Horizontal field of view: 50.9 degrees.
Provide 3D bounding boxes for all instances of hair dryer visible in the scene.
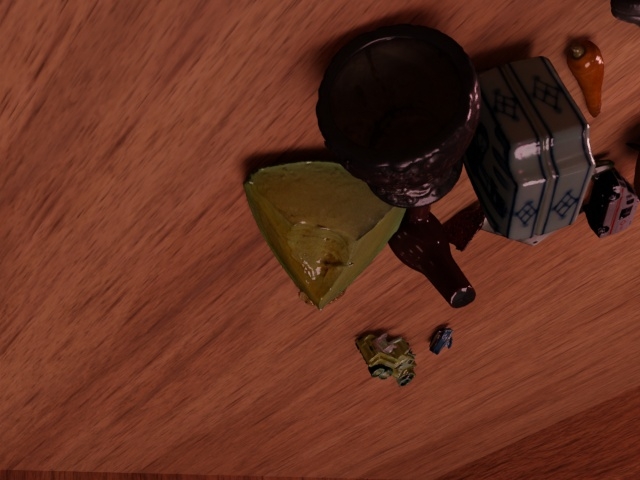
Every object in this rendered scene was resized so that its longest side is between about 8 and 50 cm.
[{"bbox_3d":[0.223,-0.067,1.386,0.123,0.312,0.340,-15,127,-14],"label":"hair dryer"}]

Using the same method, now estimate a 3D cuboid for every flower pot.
[{"bbox_3d":[0.146,-0.190,1.166,0.266,0.266,0.267,-19,157,9],"label":"flower pot"}]

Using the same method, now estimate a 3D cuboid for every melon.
[{"bbox_3d":[0.000,0.000,1.423,0.331,0.226,0.343,0,157,-8],"label":"melon"}]

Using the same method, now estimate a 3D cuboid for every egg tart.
[{"bbox_3d":[0.006,0.124,1.748,0.130,0.052,0.130,-8,147,-5],"label":"egg tart"}]

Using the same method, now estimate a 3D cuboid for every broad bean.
[{"bbox_3d":[0.587,-0.139,1.573,0.061,0.046,0.195,41,115,-19],"label":"broad bean"}]

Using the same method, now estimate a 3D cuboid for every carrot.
[{"bbox_3d":[0.526,-0.305,1.302,0.061,0.061,0.257,-27,148,19],"label":"carrot"}]

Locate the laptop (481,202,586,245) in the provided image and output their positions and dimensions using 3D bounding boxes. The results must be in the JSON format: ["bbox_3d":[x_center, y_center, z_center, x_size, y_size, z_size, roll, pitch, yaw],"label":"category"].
[{"bbox_3d":[0.529,-0.061,1.698,0.269,0.015,0.187,14,138,-36],"label":"laptop"}]

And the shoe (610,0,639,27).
[{"bbox_3d":[0.618,-0.375,1.174,0.293,0.109,0.149,-10,141,-15],"label":"shoe"}]

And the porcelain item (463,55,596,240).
[{"bbox_3d":[0.363,-0.165,1.242,0.157,0.281,0.286,-16,148,-2],"label":"porcelain item"}]

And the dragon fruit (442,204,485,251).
[{"bbox_3d":[0.364,-0.037,1.632,0.063,0.097,0.131,14,119,-40],"label":"dragon fruit"}]

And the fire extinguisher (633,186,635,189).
[{"bbox_3d":[0.790,-0.106,1.710,0.049,0.035,0.173,3,146,-18],"label":"fire extinguisher"}]

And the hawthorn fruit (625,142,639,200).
[{"bbox_3d":[0.803,-0.157,1.448,0.268,0.301,0.268,-43,150,-33],"label":"hawthorn fruit"}]

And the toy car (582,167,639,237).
[{"bbox_3d":[0.713,-0.101,1.629,0.108,0.089,0.209,-14,142,1],"label":"toy car"}]

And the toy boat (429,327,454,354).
[{"bbox_3d":[0.398,0.325,2.182,0.061,0.060,0.137,11,137,-2],"label":"toy boat"}]

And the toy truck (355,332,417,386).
[{"bbox_3d":[0.232,0.367,2.133,0.135,0.128,0.259,-39,141,12],"label":"toy truck"}]
